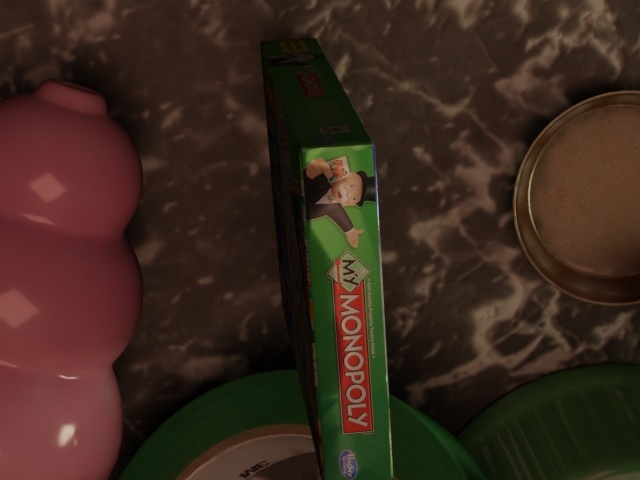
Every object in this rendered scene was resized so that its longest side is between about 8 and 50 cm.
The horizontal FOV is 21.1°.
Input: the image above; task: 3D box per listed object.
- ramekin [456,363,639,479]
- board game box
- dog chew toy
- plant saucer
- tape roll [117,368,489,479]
[{"bbox_3d":[0.232,0.262,1.328,0.303,0.148,0.303,-1,108,-4],"label":"ramekin"},{"bbox_3d":[0.000,0.000,1.139,0.046,0.317,0.214,-5,108,-4],"label":"board game box"},{"bbox_3d":[-0.220,0.049,1.211,0.206,0.206,0.332,16,98,-9],"label":"dog chew toy"},{"bbox_3d":[0.226,-0.034,1.297,0.168,0.029,0.168,-1,108,-5],"label":"plant saucer"},{"bbox_3d":[-0.017,0.257,1.244,0.321,0.077,0.321,-8,71,22],"label":"tape roll"}]
